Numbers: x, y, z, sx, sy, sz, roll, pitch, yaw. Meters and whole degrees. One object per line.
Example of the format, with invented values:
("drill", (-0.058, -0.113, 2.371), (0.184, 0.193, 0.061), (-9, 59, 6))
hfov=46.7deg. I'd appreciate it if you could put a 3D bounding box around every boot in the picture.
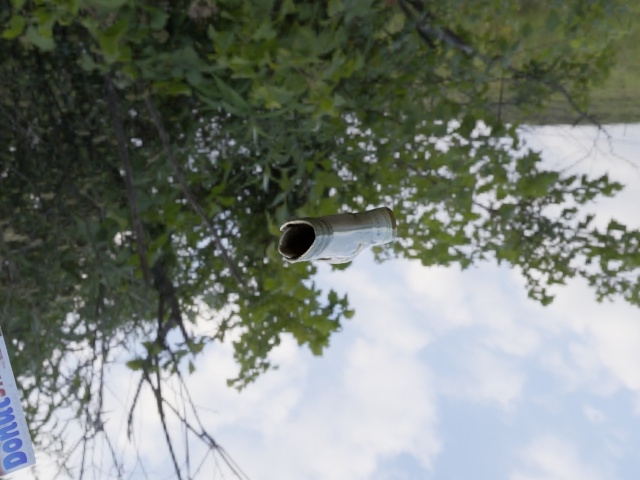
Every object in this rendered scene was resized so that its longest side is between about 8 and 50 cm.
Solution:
("boot", (0.000, 0.000, 1.194), (0.165, 0.077, 0.213), (-9, 173, -33))

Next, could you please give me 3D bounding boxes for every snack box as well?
("snack box", (-0.282, 0.140, 0.611), (0.064, 0.178, 0.022), (-17, -133, -25))
